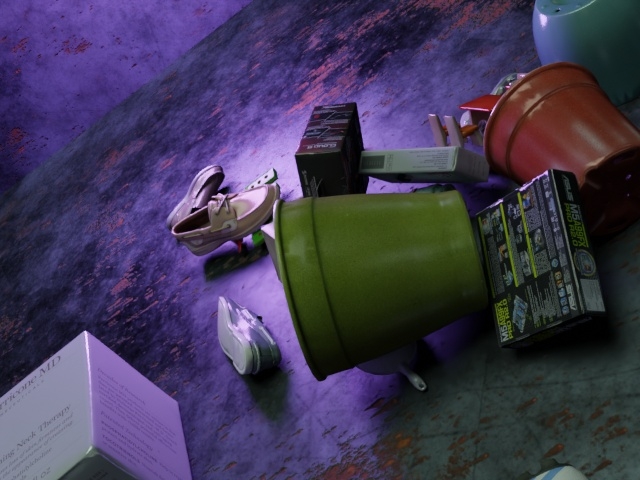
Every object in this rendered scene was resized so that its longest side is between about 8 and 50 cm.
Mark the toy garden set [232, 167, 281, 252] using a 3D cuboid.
[{"bbox_3d":[-0.181,-0.062,2.335,0.204,0.049,0.244,-35,40,20],"label":"toy garden set"}]

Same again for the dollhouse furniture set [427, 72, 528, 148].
[{"bbox_3d":[0.397,-0.298,1.832,0.262,0.135,0.259,-25,19,-14],"label":"dollhouse furniture set"}]

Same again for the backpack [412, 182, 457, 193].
[{"bbox_3d":[0.246,-0.043,1.829,0.115,0.152,0.182,-7,36,26],"label":"backpack"}]

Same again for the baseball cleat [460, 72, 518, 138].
[{"bbox_3d":[0.407,-0.329,2.027,0.206,0.072,0.109,-50,28,-17],"label":"baseball cleat"}]

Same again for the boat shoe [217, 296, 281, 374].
[{"bbox_3d":[-0.179,0.225,2.010,0.099,0.116,0.319,-3,20,-19],"label":"boat shoe"}]

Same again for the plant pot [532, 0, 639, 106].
[{"bbox_3d":[0.604,-0.470,1.840,0.293,0.235,0.293,-27,37,22],"label":"plant pot"}]

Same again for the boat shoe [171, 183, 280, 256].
[{"bbox_3d":[-0.261,-0.066,2.286,0.341,0.110,0.121,-30,42,25],"label":"boat shoe"}]

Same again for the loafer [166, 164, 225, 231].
[{"bbox_3d":[-0.365,-0.117,2.557,0.087,0.094,0.251,32,86,30],"label":"loafer"}]

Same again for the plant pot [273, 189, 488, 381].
[{"bbox_3d":[0.129,0.054,1.622,0.353,0.366,0.366,-14,40,7],"label":"plant pot"}]

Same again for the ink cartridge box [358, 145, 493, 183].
[{"bbox_3d":[0.264,-0.156,1.877,0.275,0.239,0.060,3,83,46],"label":"ink cartridge box"}]

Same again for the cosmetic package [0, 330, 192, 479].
[{"bbox_3d":[-0.510,0.489,1.816,0.329,0.327,0.393,-38,33,6],"label":"cosmetic package"}]

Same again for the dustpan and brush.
[{"bbox_3d":[0.150,0.237,1.688,0.147,0.060,0.211,-34,27,-10],"label":"dustpan and brush"}]

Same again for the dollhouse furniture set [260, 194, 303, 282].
[{"bbox_3d":[0.000,0.000,2.052,0.242,0.161,0.212,-27,31,-18],"label":"dollhouse furniture set"}]

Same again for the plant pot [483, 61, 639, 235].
[{"bbox_3d":[0.500,-0.162,1.610,0.272,0.272,0.265,-38,43,7],"label":"plant pot"}]

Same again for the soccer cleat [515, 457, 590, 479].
[{"bbox_3d":[0.273,0.463,1.258,0.331,0.116,0.143,-36,34,8],"label":"soccer cleat"}]

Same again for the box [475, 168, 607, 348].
[{"bbox_3d":[0.387,0.037,1.497,0.216,0.060,0.270,-39,52,53],"label":"box"}]

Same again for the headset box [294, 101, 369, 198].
[{"bbox_3d":[0.030,-0.157,1.912,0.110,0.218,0.293,-4,32,13],"label":"headset box"}]
